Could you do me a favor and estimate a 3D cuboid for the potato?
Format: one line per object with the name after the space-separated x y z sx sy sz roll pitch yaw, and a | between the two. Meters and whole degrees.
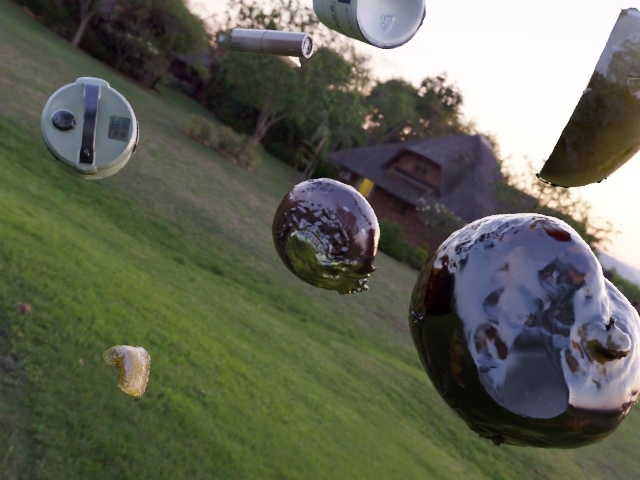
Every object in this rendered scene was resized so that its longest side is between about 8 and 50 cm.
0.381 -0.157 0.847 0.120 0.261 0.100 28 32 17 | potato

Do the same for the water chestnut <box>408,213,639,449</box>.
0.277 0.132 0.945 0.335 0.335 0.347 27 -16 -4 | water chestnut

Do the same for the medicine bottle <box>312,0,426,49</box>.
0.114 -0.613 1.672 0.190 0.190 0.332 23 14 -29 | medicine bottle

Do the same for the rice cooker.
-0.552 -0.264 1.565 0.226 0.226 0.244 25 -11 -12 | rice cooker

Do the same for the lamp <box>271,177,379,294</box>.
0.001 -0.004 0.893 0.157 0.156 0.135 20 29 27 | lamp

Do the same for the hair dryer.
-0.068 -0.424 1.492 0.195 0.054 0.220 14 1 29 | hair dryer

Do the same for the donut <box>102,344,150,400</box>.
-0.269 0.178 0.891 0.038 0.067 0.083 44 36 -48 | donut
